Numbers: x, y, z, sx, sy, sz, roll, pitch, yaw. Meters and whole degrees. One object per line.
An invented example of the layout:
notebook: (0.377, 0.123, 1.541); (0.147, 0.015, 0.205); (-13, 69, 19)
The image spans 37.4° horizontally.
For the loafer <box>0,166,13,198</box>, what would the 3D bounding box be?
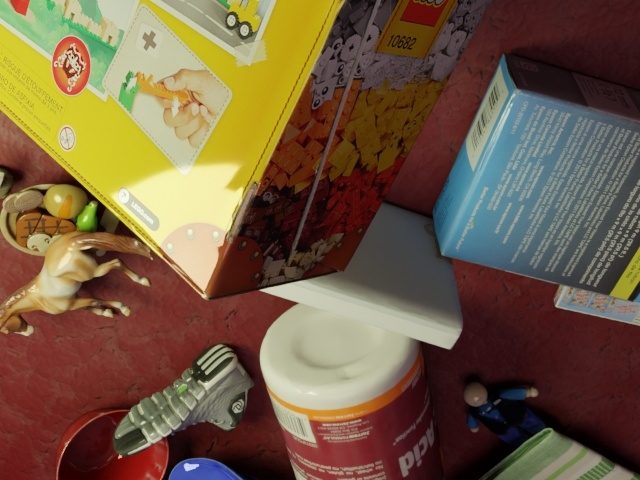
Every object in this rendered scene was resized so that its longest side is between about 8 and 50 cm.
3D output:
loafer: (-0.478, -0.065, 1.255); (0.148, 0.056, 0.050); (-4, 135, 0)

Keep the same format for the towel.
towel: (0.401, 0.434, 1.577); (0.324, 0.038, 0.248); (29, 120, -27)

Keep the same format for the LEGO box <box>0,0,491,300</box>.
LEGO box: (-0.127, -0.250, 0.831); (0.500, 0.193, 0.373); (40, 116, 25)

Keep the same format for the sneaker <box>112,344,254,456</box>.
sneaker: (-0.193, 0.272, 1.439); (0.228, 0.086, 0.132); (-38, 129, -2)

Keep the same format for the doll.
doll: (0.293, 0.273, 1.485); (0.189, 0.046, 0.129); (36, 117, -25)

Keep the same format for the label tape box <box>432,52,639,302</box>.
label tape box: (0.351, -0.067, 1.215); (0.347, 0.115, 0.249); (13, 124, -11)

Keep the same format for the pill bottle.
pill bottle: (0.062, 0.287, 1.390); (0.224, 0.224, 0.392); (-10, 124, 7)

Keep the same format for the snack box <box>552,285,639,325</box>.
snack box: (0.432, 0.085, 1.370); (0.178, 0.022, 0.064); (13, 125, -8)

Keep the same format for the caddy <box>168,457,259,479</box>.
caddy: (-0.138, 0.498, 1.475); (0.241, 0.341, 0.179); (-53, 141, -11)

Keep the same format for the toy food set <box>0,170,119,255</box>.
toy food set: (-0.361, -0.024, 1.257); (0.192, 0.038, 0.132); (9, 127, -27)

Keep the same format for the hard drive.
hard drive: (0.000, 0.000, 1.186); (0.353, 0.233, 0.047); (18, 123, -12)

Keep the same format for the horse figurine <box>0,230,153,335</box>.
horse figurine: (-0.324, 0.051, 1.285); (0.174, 0.066, 0.263); (13, 140, -32)

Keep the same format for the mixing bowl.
mixing bowl: (-0.340, 0.334, 1.480); (0.181, 0.098, 0.182); (-10, 107, -34)
